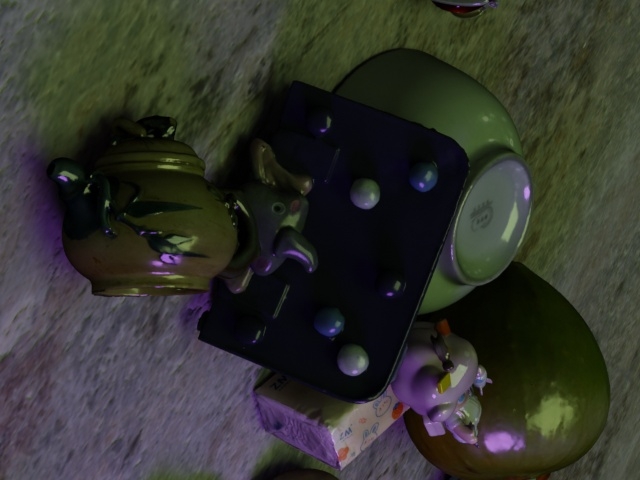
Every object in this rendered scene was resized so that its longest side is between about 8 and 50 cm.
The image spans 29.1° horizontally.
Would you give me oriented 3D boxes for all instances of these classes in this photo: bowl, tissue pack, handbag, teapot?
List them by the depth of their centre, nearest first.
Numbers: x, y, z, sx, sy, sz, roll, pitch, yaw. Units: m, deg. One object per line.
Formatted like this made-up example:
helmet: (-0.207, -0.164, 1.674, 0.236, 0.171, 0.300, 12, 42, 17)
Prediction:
teapot: (-0.162, -0.036, 1.244, 0.269, 0.173, 0.182, 5, 80, -47)
handbag: (0.000, 0.000, 1.394, 0.118, 0.269, 0.325, -18, 128, -83)
bowl: (0.148, -0.052, 1.564, 0.354, 0.185, 0.353, -25, 126, -40)
tissue pack: (0.033, 0.189, 1.579, 0.196, 0.148, 0.092, -39, 130, -31)

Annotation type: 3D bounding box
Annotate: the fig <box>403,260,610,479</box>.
fig: (0.263, 0.186, 1.757, 0.316, 0.316, 0.316, -25, 125, -40)

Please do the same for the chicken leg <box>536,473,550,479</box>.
chicken leg: (0.350, 0.289, 2.052, 0.113, 0.093, 0.304, -4, 107, -36)

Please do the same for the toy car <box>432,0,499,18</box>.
toy car: (0.187, -0.339, 1.546, 0.139, 0.112, 0.112, -70, 157, -11)

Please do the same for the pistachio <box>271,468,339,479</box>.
pistachio: (-0.014, 0.368, 1.644, 0.124, 0.124, 0.185, -59, 147, -10)

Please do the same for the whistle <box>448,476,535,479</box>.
whistle: (0.274, 0.388, 1.959, 0.163, 0.163, 0.289, -6, 105, -48)

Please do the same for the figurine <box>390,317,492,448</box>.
figurine: (0.147, 0.171, 1.506, 0.229, 0.112, 0.137, 58, 34, -45)
